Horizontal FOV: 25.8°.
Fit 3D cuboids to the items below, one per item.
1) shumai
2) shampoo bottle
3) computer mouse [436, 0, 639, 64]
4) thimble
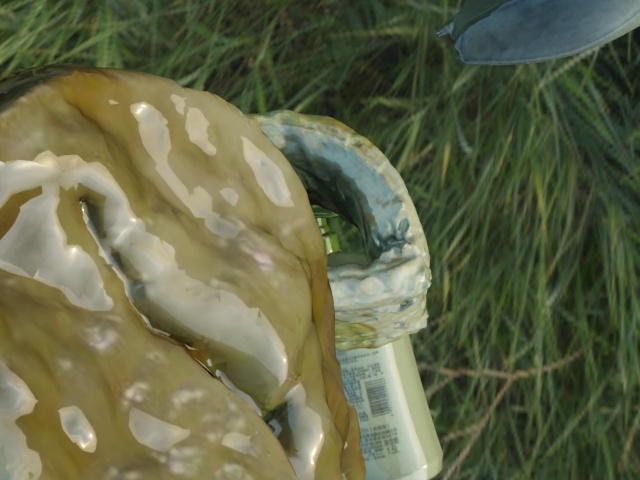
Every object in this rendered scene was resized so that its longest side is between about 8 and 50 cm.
[{"bbox_3d":[-0.030,0.074,0.373,0.185,0.184,0.218,24,121,24],"label":"shumai"},{"bbox_3d":[0.020,0.087,1.145,0.118,0.087,0.234,-11,96,31],"label":"shampoo bottle"},{"bbox_3d":[0.304,-0.290,1.609,0.371,0.188,0.122,-22,113,29],"label":"computer mouse"},{"bbox_3d":[0.000,0.000,0.978,0.190,0.137,0.143,28,165,16],"label":"thimble"}]
